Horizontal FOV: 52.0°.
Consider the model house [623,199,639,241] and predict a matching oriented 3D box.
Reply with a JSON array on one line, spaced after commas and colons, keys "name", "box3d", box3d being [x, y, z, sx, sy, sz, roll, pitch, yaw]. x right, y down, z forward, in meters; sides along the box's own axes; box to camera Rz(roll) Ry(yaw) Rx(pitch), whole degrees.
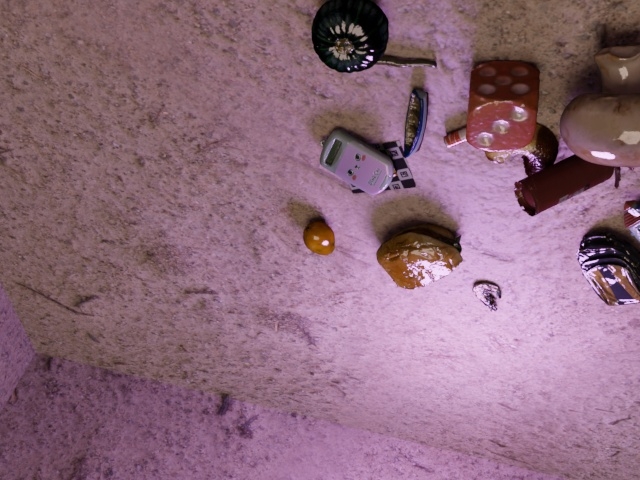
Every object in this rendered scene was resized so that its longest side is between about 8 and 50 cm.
[{"name": "model house", "box3d": [0.939, -0.074, 1.888, 0.149, 0.119, 0.148, 43, 163, 5]}]

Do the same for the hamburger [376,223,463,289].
[{"name": "hamburger", "box3d": [0.316, 0.043, 2.199, 0.309, 0.132, 0.211, -21, 130, 38]}]

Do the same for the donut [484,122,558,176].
[{"name": "donut", "box3d": [0.561, -0.250, 1.812, 0.217, 0.085, 0.141, 20, 140, -4]}]

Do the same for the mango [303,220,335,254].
[{"name": "mango", "box3d": [-0.005, -0.002, 2.288, 0.111, 0.089, 0.163, 9, 148, 7]}]

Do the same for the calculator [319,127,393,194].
[{"name": "calculator", "box3d": [0.104, -0.236, 1.970, 0.246, 0.045, 0.141, 32, 130, 4]}]

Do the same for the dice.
[{"name": "dice", "box3d": [0.464, -0.340, 1.675, 0.179, 0.175, 0.174, 3, 138, 11]}]

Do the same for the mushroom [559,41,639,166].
[{"name": "mushroom", "box3d": [0.732, -0.321, 1.560, 0.297, 0.297, 0.290, 4, 104, 14]}]

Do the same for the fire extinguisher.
[{"name": "fire extinguisher", "box3d": [0.701, -0.163, 1.781, 0.337, 0.106, 0.147, -24, 120, -6]}]

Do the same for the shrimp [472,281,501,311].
[{"name": "shrimp", "box3d": [0.611, 0.205, 2.359, 0.091, 0.034, 0.161, -20, 128, 34]}]

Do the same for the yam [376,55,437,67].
[{"name": "yam", "box3d": [0.189, -0.470, 1.727, 0.234, 0.029, 0.027, 8, 111, 9]}]

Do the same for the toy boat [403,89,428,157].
[{"name": "toy boat", "box3d": [0.269, -0.322, 1.848, 0.046, 0.080, 0.229, -17, 141, -15]}]

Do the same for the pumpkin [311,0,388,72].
[{"name": "pumpkin", "box3d": [0.072, -0.511, 1.635, 0.202, 0.140, 0.202, 9, 137, 8]}]

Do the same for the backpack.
[{"name": "backpack", "box3d": [0.911, 0.077, 2.048, 0.258, 0.133, 0.206, 45, 141, -22]}]

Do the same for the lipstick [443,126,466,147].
[{"name": "lipstick", "box3d": [0.412, -0.299, 1.841, 0.131, 0.038, 0.038, -19, 129, 35]}]

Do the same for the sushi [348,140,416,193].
[{"name": "sushi", "box3d": [0.166, -0.204, 2.025, 0.215, 0.050, 0.192, -5, 136, 24]}]
